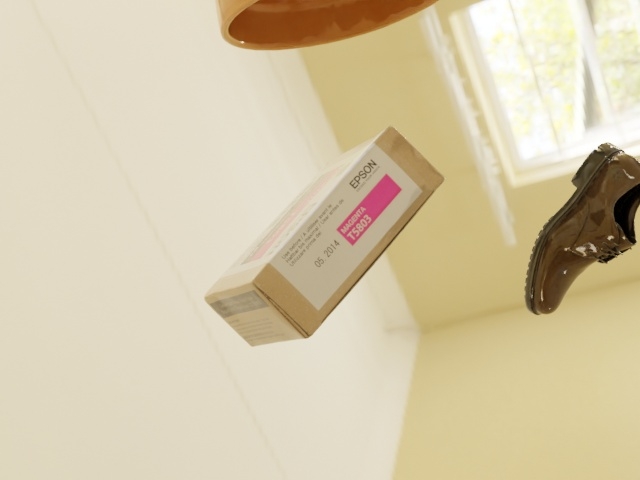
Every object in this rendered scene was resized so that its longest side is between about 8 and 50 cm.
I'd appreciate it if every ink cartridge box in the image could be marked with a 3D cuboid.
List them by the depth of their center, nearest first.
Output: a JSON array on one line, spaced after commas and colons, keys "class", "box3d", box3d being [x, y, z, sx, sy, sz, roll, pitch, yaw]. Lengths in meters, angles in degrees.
[{"class": "ink cartridge box", "box3d": [0.000, 0.000, 1.275, 0.088, 0.193, 0.235, 45, -111, -8]}]

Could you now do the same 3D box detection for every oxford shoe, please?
[{"class": "oxford shoe", "box3d": [0.322, 0.000, 1.423, 0.096, 0.227, 0.082, 38, -163, 37]}]

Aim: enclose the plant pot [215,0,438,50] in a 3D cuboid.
[{"class": "plant pot", "box3d": [0.000, -0.367, 1.389, 0.291, 0.290, 0.204, 2, -108, -68]}]
